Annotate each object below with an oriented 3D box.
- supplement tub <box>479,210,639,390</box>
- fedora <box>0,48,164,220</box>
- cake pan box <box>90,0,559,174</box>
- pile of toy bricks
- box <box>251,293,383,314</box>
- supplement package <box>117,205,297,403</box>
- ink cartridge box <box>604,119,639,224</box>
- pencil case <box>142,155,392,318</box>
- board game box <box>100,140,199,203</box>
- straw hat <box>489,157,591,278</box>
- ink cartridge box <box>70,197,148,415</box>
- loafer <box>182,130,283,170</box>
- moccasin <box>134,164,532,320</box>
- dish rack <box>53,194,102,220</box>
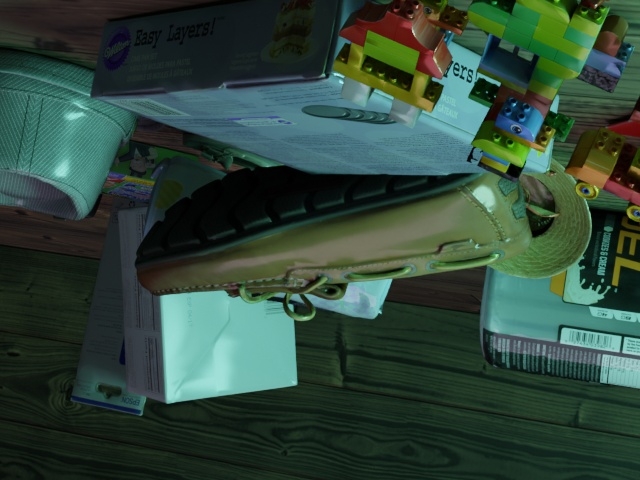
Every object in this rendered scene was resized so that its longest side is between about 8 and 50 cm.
[{"bbox_3d":[0.346,0.069,1.331,0.316,0.194,0.193,7,173,14],"label":"supplement tub"},{"bbox_3d":[-0.278,-0.091,1.146,0.243,0.124,0.275,12,173,-20],"label":"fedora"},{"bbox_3d":[0.000,-0.105,0.886,0.245,0.070,0.267,18,169,-43],"label":"cake pan box"},{"bbox_3d":[0.124,-0.104,0.661,0.212,0.118,0.105,24,147,8],"label":"pile of toy bricks"},{"bbox_3d":[0.000,0.000,1.392,0.158,0.156,0.093,11,173,-9],"label":"box"},{"bbox_3d":[-0.158,0.078,1.670,0.204,0.262,0.145,-4,-178,-31],"label":"supplement package"},{"bbox_3d":[0.344,-0.037,0.920,0.231,0.078,0.134,12,173,-18],"label":"ink cartridge box"},{"bbox_3d":[-0.050,-0.003,1.248,0.273,0.124,0.113,12,-147,-3],"label":"pencil case"},{"bbox_3d":[-0.329,-0.104,1.457,0.317,0.046,0.213,12,174,-20],"label":"board game box"},{"bbox_3d":[0.197,-0.040,1.132,0.144,0.144,0.061,6,-146,25],"label":"straw hat"},{"bbox_3d":[-0.268,0.091,1.790,0.165,0.333,0.065,5,169,39],"label":"ink cartridge box"},{"bbox_3d":[-0.085,-0.089,1.257,0.125,0.039,0.045,10,175,-5],"label":"loafer"},{"bbox_3d":[0.003,0.000,1.102,0.380,0.139,0.147,-13,123,18],"label":"moccasin"},{"bbox_3d":[-0.462,-0.088,1.692,0.271,0.074,0.208,8,172,23],"label":"dish rack"}]
